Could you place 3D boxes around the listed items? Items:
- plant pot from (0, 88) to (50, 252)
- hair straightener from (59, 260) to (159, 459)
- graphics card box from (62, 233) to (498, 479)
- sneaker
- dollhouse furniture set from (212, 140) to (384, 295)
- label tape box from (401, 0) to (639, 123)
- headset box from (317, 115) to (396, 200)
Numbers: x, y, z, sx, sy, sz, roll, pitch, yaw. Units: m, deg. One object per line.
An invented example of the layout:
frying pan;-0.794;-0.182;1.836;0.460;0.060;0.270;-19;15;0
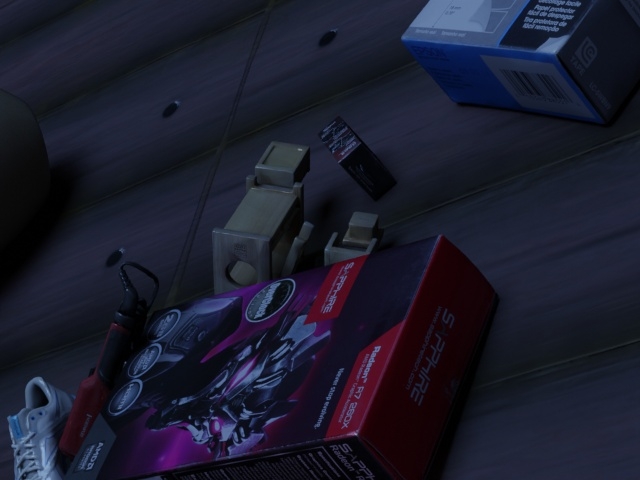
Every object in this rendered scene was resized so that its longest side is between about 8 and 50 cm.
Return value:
plant pot;-0.444;-0.089;2.293;0.191;0.284;0.284;-14;21;-23
hair straightener;-0.203;0.108;1.817;0.089;0.047;0.230;-60;-12;-57
graphics card box;-0.042;0.137;1.646;0.371;0.094;0.233;-16;36;41
sneaker;-0.288;0.216;1.864;0.071;0.083;0.191;-28;35;23
dollhouse furniture set;0.000;0.000;1.819;0.161;0.101;0.182;10;34;14
label tape box;0.265;-0.278;1.791;0.334;0.106;0.240;-53;32;-15
headset box;0.038;-0.081;1.861;0.032;0.062;0.083;-41;31;6
